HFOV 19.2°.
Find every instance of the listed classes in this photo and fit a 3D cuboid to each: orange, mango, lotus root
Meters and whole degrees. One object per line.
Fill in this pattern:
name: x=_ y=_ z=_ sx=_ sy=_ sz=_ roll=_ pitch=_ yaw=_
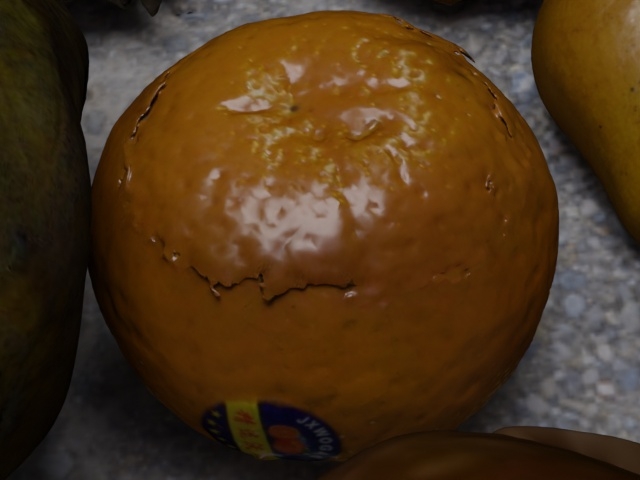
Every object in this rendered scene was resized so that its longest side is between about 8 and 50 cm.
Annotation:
orange: x=0.002 y=0.000 z=0.887 sx=0.219 sy=0.193 sz=0.219 roll=-4 pitch=66 yaw=10
mango: x=0.181 y=-0.076 z=0.983 sx=0.115 sy=0.090 sz=0.178 roll=-31 pitch=60 yaw=5
lotus root: x=-0.213 y=-0.018 z=0.843 sx=0.250 sy=0.250 sz=0.346 roll=-17 pitch=31 yaw=-6

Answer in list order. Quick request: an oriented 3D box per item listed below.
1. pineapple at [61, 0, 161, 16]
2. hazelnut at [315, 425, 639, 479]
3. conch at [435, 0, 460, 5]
pineapple: x=-0.204 y=-0.204 z=1.089 sx=0.271 sy=0.262 sz=0.262 roll=6 pitch=50 yaw=-17
hazelnut: x=0.110 y=0.221 z=0.623 sx=0.315 sy=0.372 sz=0.372 roll=-43 pitch=48 yaw=24
conch: x=0.060 y=-0.203 z=1.101 sx=0.330 sy=0.109 sz=0.093 roll=23 pitch=20 yaw=28
